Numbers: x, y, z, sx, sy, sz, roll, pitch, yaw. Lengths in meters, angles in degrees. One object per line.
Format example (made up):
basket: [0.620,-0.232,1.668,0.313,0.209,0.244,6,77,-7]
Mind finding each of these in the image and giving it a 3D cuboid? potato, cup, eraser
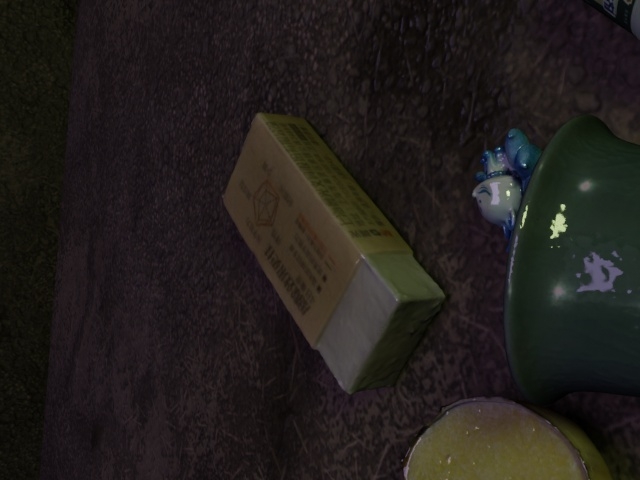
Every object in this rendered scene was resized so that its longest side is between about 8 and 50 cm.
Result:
potato: [0.160,0.213,0.622,0.200,0.081,0.164,-16,68,51]
cup: [0.224,0.025,0.470,0.150,0.199,0.199,11,99,37]
eraser: [0.000,0.000,0.859,0.343,0.078,0.144,55,132,39]

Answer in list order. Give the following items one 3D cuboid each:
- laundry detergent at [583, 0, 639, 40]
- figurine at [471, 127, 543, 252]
laundry detergent: [0.257,-0.166,0.499,0.099,0.070,0.225,-57,46,26]
figurine: [0.167,-0.028,0.615,0.114,0.079,0.114,173,90,-81]
